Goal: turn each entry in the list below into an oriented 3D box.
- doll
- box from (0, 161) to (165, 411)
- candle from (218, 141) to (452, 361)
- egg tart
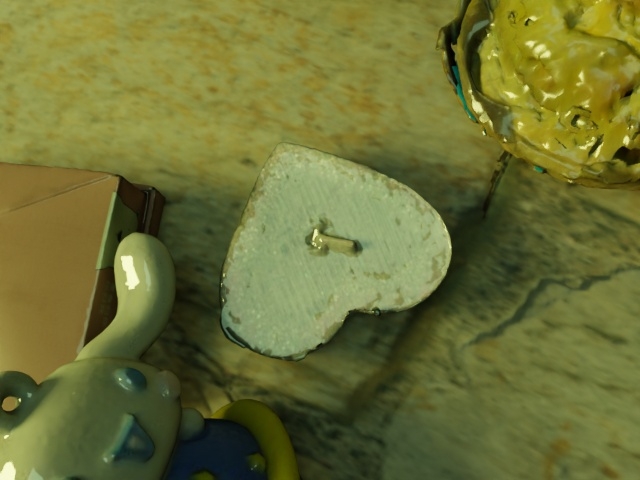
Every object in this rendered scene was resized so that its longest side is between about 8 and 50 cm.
[{"bbox_3d":[-0.117,0.154,0.421,0.242,0.159,0.311,17,53,-26],"label":"doll"},{"bbox_3d":[-0.259,0.041,0.500,0.215,0.086,0.215,8,79,7],"label":"box"},{"bbox_3d":[0.000,0.000,0.492,0.192,0.068,0.169,-21,80,-1],"label":"candle"},{"bbox_3d":[0.242,-0.179,0.488,0.290,0.107,0.291,-1,77,5],"label":"egg tart"}]
